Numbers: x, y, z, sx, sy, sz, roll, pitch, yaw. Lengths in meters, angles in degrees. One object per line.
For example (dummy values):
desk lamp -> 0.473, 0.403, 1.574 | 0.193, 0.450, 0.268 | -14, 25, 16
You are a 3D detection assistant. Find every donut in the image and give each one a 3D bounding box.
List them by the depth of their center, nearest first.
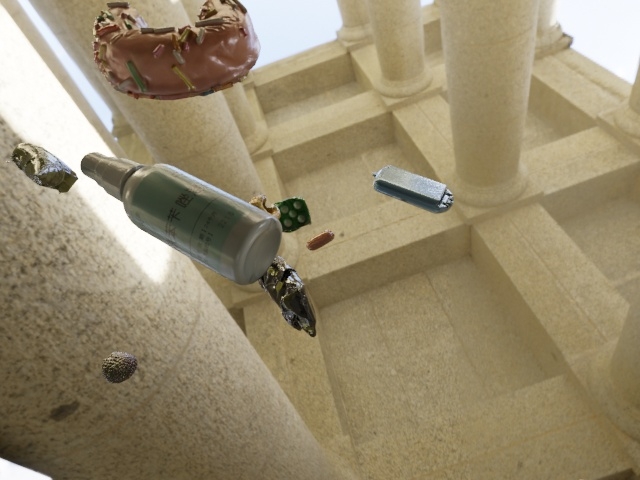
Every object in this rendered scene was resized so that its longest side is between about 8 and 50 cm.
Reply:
donut -> -0.199, -0.275, 0.616 | 0.233, 0.085, 0.199 | -12, -128, -10
donut -> -0.167, -0.089, 1.351 | 0.043, 0.108, 0.097 | -32, -148, 33

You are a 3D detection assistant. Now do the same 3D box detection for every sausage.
sausage -> 0.000, 0.000, 1.152 | 0.083, 0.034, 0.034 | -30, -142, 33

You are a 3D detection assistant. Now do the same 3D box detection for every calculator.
calculator -> 0.223, -0.128, 1.086 | 0.210, 0.039, 0.121 | 23, -146, 13

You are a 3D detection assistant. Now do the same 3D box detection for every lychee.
lychee -> -0.447, 0.281, 0.990 | 0.067, 0.068, 0.083 | -20, -152, 19

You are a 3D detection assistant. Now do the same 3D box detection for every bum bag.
bum bag -> -0.060, 0.084, 0.756 | 0.060, 0.107, 0.232 | -19, -158, -15

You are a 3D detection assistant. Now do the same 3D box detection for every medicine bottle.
medicine bottle -> -0.229, -0.055, 0.676 | 0.352, 0.110, 0.110 | 26, -119, 19

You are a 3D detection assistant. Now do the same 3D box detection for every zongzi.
zongzi -> -0.472, -0.128, 0.724 | 0.109, 0.119, 0.055 | 34, -93, -2

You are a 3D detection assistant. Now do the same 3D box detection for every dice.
dice -> -0.112, -0.095, 1.682 | 0.131, 0.128, 0.120 | -17, -92, -9
